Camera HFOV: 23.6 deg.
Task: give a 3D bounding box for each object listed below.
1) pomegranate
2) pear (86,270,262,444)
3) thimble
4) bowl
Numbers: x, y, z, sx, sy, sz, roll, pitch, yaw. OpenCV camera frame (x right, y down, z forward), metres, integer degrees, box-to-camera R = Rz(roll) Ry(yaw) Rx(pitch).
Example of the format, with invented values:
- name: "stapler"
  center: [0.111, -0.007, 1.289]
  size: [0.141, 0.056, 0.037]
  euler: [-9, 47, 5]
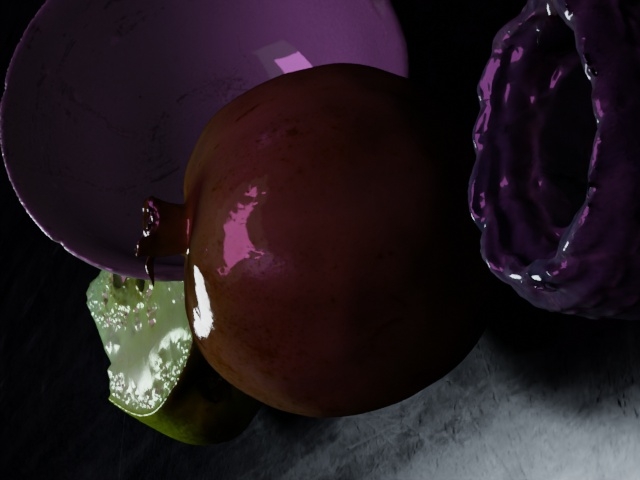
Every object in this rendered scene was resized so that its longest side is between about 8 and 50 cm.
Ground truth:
- name: "pomegranate"
  center: [0.000, 0.000, 1.326]
  size: [0.319, 0.319, 0.319]
  euler: [-174, 90, -68]
- name: "pear"
  center: [-0.134, 0.101, 1.817]
  size: [0.286, 0.176, 0.282]
  euler: [-51, 44, 37]
- name: "thimble"
  center: [0.208, -0.062, 1.039]
  size: [0.205, 0.172, 0.236]
  euler: [-1, 82, 64]
- name: "bowl"
  center: [-0.108, -0.116, 1.648]
  size: [0.196, 0.435, 0.435]
  euler: [71, -169, -62]
